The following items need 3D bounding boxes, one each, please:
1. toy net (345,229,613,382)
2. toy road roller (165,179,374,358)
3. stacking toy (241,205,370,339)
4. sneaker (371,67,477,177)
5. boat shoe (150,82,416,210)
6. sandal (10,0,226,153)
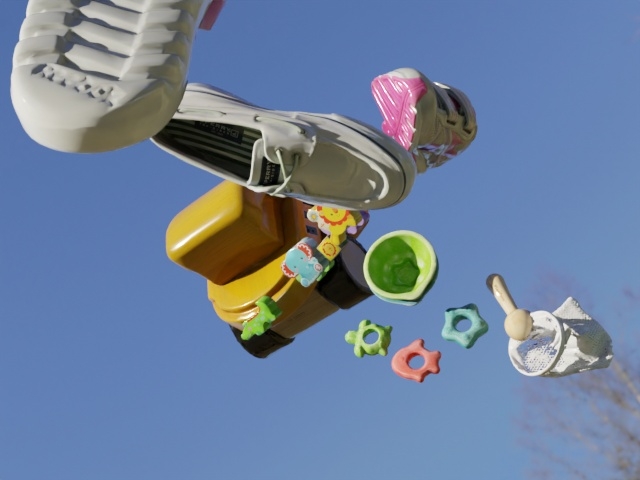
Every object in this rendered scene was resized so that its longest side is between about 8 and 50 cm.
[{"bbox_3d":[0.137,0.076,1.016,0.122,0.232,0.045,-64,-26,-19],"label":"toy net"},{"bbox_3d":[-0.077,-0.030,1.536,0.202,0.330,0.240,-32,-45,25],"label":"toy road roller"},{"bbox_3d":[0.000,0.000,1.277,0.221,0.052,0.167,-51,-5,33],"label":"stacking toy"},{"bbox_3d":[0.135,-0.157,1.433,0.111,0.103,0.252,-25,-12,1],"label":"sneaker"},{"bbox_3d":[-0.037,-0.065,0.954,0.076,0.226,0.083,-51,-29,-55],"label":"boat shoe"},{"bbox_3d":[-0.149,-0.193,0.949,0.169,0.416,0.102,10,-47,8],"label":"sandal"}]
